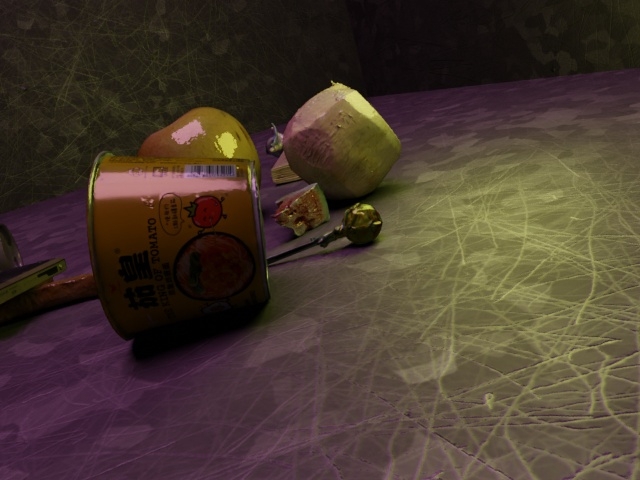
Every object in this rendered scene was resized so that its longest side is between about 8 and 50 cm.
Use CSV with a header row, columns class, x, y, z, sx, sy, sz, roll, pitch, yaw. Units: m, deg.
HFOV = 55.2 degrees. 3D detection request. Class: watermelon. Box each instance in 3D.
class,x,y,z,sx,sy,sz,roll,pitch,yaw
watermelon,-0.038,-0.066,1.423,0.121,0.098,0.158,-28,11,8

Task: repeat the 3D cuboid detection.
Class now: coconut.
class,x,y,z,sx,sy,sz,roll,pitch,yaw
coconut,0.043,-0.243,1.592,0.254,0.297,0.297,-43,16,6

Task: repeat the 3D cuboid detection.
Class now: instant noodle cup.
class,x,y,z,sx,sy,sz,roll,pitch,yaw
instant noodle cup,-0.224,-0.005,1.047,0.254,0.326,0.325,-7,16,-4

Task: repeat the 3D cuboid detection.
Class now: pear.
class,x,y,z,sx,sy,sz,roll,pitch,yaw
pear,-0.326,-0.184,1.659,0.348,0.348,0.348,-14,17,4

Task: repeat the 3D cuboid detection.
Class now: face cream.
class,x,y,z,sx,sy,sz,roll,pitch,yaw
face cream,-0.924,0.060,1.638,0.194,0.175,0.175,-18,17,-12

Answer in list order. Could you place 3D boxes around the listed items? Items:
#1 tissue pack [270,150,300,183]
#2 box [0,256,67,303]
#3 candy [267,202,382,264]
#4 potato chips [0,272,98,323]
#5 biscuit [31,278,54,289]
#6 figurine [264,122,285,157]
class,x,y,z,sx,sy,sz,roll,pitch,yaw
tissue pack,-0.068,-0.278,2.156,0.170,0.071,0.325,-11,18,8
box,-0.718,0.103,1.352,0.210,0.045,0.270,-13,11,12
candy,0.000,0.000,1.239,0.262,0.073,0.077,-21,43,4
potato chips,-0.647,0.140,1.342,0.406,0.057,0.080,-17,10,-8
biscuit,-0.806,0.145,1.488,0.301,0.043,0.278,-25,20,-30
figurine,-0.133,-0.374,2.398,0.183,0.128,0.208,-8,-19,23
